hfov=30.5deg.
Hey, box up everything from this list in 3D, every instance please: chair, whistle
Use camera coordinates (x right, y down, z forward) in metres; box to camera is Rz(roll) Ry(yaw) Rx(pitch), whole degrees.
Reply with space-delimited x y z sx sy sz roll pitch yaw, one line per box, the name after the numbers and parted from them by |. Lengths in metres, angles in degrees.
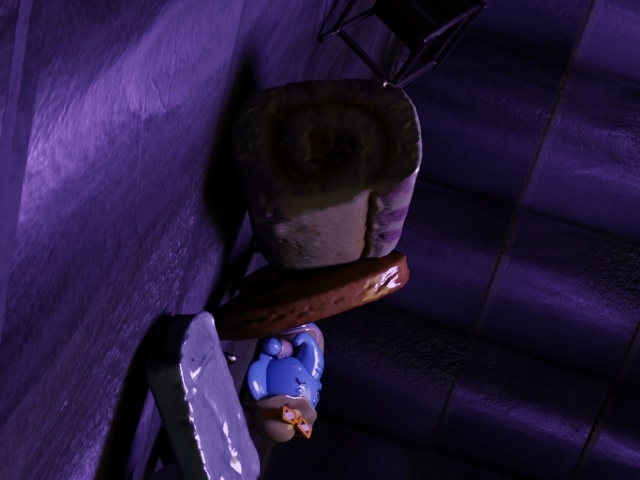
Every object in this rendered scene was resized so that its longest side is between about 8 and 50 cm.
0.140 -0.325 1.634 0.260 0.141 0.154 -37 171 -40 | chair
-0.114 0.277 1.158 0.168 0.188 0.405 -60 167 -71 | whistle

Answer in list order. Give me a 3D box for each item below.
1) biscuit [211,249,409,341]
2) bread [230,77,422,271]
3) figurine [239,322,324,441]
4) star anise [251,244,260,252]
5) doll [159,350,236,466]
-0.031 0.053 1.509 0.277 0.262 0.052 -158 -127 -74 | biscuit
0.005 -0.067 1.299 0.338 0.187 0.155 88 -8 -77 | bread
-0.068 0.243 2.176 0.180 0.153 0.262 72 18 -68 | figurine
-0.013 -0.083 1.623 0.223 0.109 0.236 -12 122 -81 | star anise
-0.148 0.217 1.354 0.096 0.070 0.195 5 -101 62 | doll
